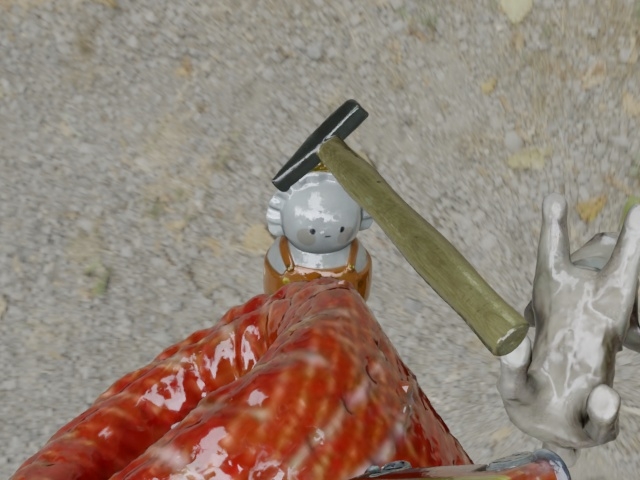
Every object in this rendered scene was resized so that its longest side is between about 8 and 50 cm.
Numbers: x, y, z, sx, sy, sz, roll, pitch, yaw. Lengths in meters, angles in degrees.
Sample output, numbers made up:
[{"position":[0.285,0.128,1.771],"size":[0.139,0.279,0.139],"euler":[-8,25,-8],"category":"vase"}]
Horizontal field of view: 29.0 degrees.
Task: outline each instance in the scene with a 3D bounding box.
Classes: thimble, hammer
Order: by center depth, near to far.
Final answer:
[{"position":[0.036,-0.004,0.580],"size":[0.062,0.013,0.199],"euler":[-43,39,3],"category":"hammer"},{"position":[-0.058,0.202,0.948],"size":[0.350,0.350,0.231],"euler":[-32,100,7],"category":"thimble"}]

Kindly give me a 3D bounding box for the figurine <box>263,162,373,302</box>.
[{"position":[-0.001,-0.002,1.534],"size":[0.143,0.143,0.271],"euler":[4,107,13],"category":"figurine"}]

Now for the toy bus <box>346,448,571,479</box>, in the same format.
[{"position":[0.048,0.149,0.595],"size":[0.077,0.174,0.079],"euler":[-12,86,-34],"category":"toy bus"}]

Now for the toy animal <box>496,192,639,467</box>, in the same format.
[{"position":[0.359,0.139,1.724],"size":[0.194,0.303,0.344],"euler":[13,64,21],"category":"toy animal"}]
